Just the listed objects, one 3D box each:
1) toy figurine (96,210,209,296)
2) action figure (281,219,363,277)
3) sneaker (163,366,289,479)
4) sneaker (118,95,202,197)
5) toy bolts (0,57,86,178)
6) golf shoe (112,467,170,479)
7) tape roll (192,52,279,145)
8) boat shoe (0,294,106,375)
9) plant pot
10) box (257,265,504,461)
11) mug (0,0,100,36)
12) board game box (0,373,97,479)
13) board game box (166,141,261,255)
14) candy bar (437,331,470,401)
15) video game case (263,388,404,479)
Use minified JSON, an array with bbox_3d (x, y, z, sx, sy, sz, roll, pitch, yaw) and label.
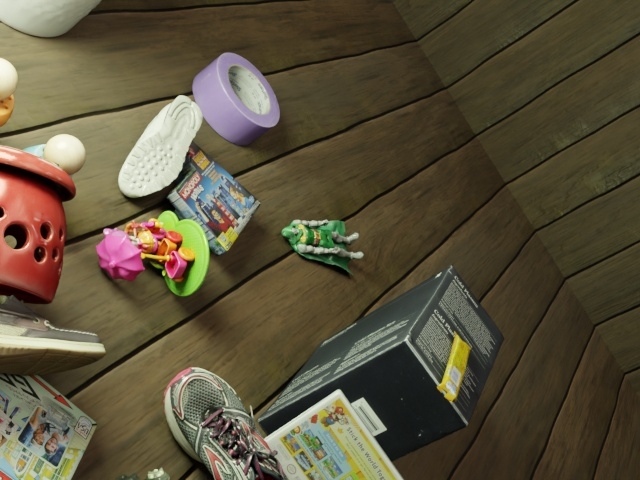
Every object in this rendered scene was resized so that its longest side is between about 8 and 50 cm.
[{"bbox_3d":[-0.292,0.010,1.453,0.159,0.130,0.173,6,36,-44],"label":"toy figurine"},{"bbox_3d":[0.000,0.000,1.939,0.232,0.063,0.137,11,56,-48],"label":"action figure"},{"bbox_3d":[-0.122,0.319,1.355,0.121,0.112,0.299,-37,94,-26],"label":"sneaker"},{"bbox_3d":[-0.299,-0.160,1.616,0.090,0.094,0.235,49,50,-25],"label":"sneaker"},{"bbox_3d":[-0.454,-0.127,1.266,0.228,0.158,0.218,41,34,-28],"label":"toy bolts"},{"bbox_3d":[-0.255,0.383,1.115,0.273,0.105,0.120,-18,98,-72],"label":"golf shoe"},{"bbox_3d":[-0.181,-0.305,1.927,0.189,0.080,0.189,38,35,-33],"label":"tape roll"},{"bbox_3d":[-0.394,0.112,1.104,0.285,0.103,0.092,10,59,-46],"label":"boat shoe"},{"bbox_3d":[-0.418,-0.023,1.142,0.191,0.191,0.174,24,70,-45],"label":"plant pot"},{"bbox_3d":[0.117,0.246,1.591,0.179,0.343,0.312,54,30,-5],"label":"box"},{"bbox_3d":[-0.419,-0.573,1.564,0.276,0.328,0.374,54,30,-8],"label":"mug"},{"bbox_3d":[-0.438,0.215,1.086,0.317,0.046,0.213,46,31,-21],"label":"board game box"},{"bbox_3d":[-0.222,-0.086,1.680,0.194,0.060,0.194,50,31,-13],"label":"board game box"},{"bbox_3d":[0.215,0.199,1.417,0.040,0.018,0.161,48,32,-10],"label":"candy bar"},{"bbox_3d":[0.010,0.389,1.449,0.227,0.206,0.026,55,4,-5],"label":"video game case"}]
